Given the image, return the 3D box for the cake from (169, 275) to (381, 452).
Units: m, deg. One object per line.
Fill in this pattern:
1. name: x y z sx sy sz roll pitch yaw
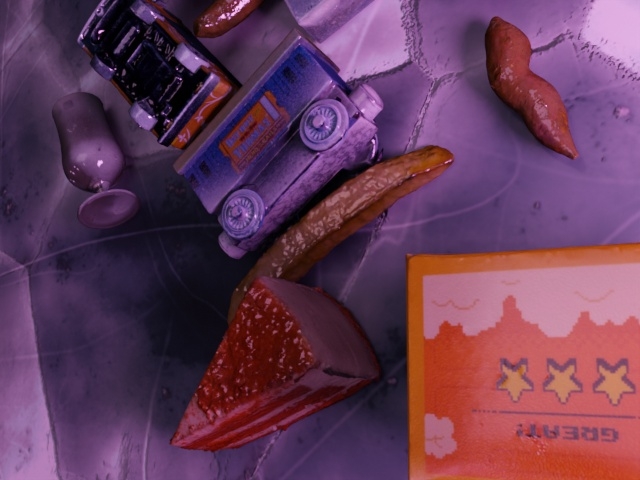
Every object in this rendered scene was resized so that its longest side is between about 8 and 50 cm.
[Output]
1. cake: -0.082 0.156 0.894 0.262 0.158 0.159 -31 62 23

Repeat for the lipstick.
1. lipstick: 0.082 -0.398 0.957 0.290 0.076 0.077 -35 63 20

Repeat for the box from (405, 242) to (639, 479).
1. box: 0.246 0.125 0.630 0.259 0.283 0.213 -3 80 30

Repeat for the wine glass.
1. wine glass: -0.382 -0.140 1.163 0.103 0.103 0.231 -35 61 20

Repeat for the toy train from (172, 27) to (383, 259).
1. toy train: -0.058 -0.126 0.952 0.300 0.131 0.202 -44 60 15

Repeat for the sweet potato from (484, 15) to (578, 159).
1. sweet potato: 0.245 -0.182 0.832 0.065 0.051 0.218 -29 66 20

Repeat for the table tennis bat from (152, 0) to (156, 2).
1. table tennis bat: -0.357 -0.424 1.250 0.201 0.033 0.124 -43 60 11

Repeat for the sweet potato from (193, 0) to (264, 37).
1. sweet potato: -0.090 -0.407 1.057 0.273 0.075 0.075 -43 62 10

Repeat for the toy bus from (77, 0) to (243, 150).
1. toy bus: -0.234 -0.258 1.063 0.138 0.167 0.275 -49 63 13

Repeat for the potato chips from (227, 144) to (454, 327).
1. potato chips: 0.000 0.000 0.926 0.407 0.080 0.057 -42 52 16
